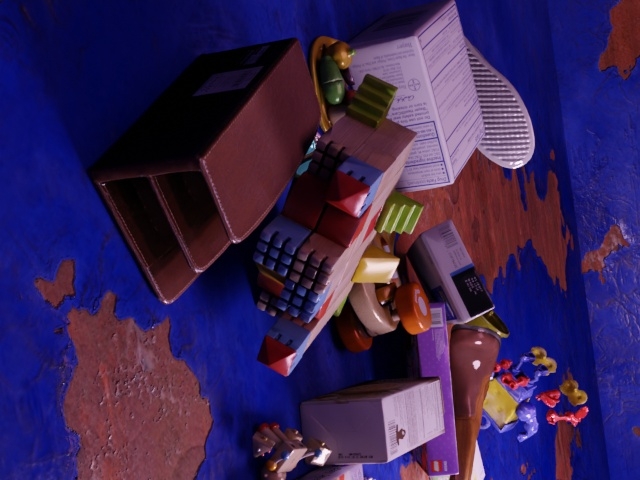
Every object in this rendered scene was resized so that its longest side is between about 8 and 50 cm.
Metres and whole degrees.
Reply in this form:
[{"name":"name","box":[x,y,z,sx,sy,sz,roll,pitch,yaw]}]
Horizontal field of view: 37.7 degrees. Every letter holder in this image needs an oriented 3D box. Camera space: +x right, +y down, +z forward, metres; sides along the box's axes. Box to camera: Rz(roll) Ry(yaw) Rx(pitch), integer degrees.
[{"name":"letter holder","box":[-0.111,-0.083,1.165,0.302,0.151,0.215,-60,138,-48]}]

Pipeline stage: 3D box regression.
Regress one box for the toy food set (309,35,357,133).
[{"name":"toy food set","box":[0.045,-0.241,1.579,0.128,0.071,0.218,-12,95,-62]}]

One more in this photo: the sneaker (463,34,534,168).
[{"name":"sneaker","box":[0.340,-0.312,1.983,0.366,0.135,0.150,60,17,9]}]

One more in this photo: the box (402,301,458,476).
[{"name":"box","box":[0.192,0.258,1.678,0.201,0.057,0.294,109,-23,-86]}]

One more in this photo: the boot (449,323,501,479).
[{"name":"boot","box":[0.257,0.315,1.700,0.264,0.096,0.281,91,12,-60]}]

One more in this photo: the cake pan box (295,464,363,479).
[{"name":"cake pan box","box":[-0.005,0.475,1.341,0.245,0.070,0.267,-3,87,-60]}]

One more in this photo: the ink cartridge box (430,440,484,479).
[{"name":"ink cartridge box","box":[0.292,0.524,1.913,0.171,0.056,0.235,-41,118,-59]}]

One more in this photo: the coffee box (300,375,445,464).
[{"name":"coffee box","box":[0.088,0.281,1.480,0.246,0.141,0.098,0,83,-63]}]

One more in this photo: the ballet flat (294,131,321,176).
[{"name":"ballet flat","box":[-0.020,-0.144,1.446,0.079,0.076,0.222,-94,160,-50]}]

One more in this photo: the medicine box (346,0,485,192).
[{"name":"medicine box","box":[0.186,-0.275,1.772,0.263,0.149,0.289,-49,128,-55]}]

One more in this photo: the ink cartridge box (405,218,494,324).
[{"name":"ink cartridge box","box":[0.223,0.065,1.663,0.165,0.065,0.333,63,-3,5]}]

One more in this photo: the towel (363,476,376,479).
[{"name":"towel","box":[0.104,0.499,1.584,0.197,0.029,0.144,51,43,-46]}]

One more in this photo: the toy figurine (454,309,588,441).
[{"name":"toy figurine","box":[0.372,0.319,2.037,0.191,0.217,0.362,-11,51,-49]}]

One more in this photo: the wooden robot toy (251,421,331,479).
[{"name":"wooden robot toy","box":[-0.060,0.304,1.298,0.079,0.076,0.173,-59,150,6]}]

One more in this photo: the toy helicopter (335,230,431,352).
[{"name":"toy helicopter","box":[0.087,0.004,1.591,0.235,0.140,0.355,59,24,-24]}]

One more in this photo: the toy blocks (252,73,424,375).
[{"name":"toy blocks","box":[0.000,0.000,1.249,0.261,0.190,0.382,-48,163,-56]}]
